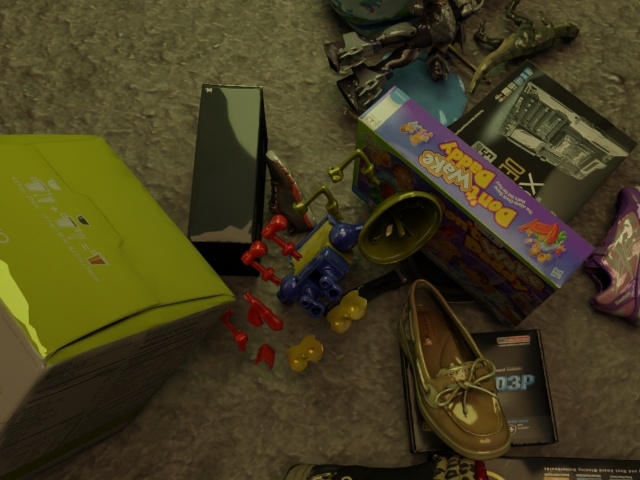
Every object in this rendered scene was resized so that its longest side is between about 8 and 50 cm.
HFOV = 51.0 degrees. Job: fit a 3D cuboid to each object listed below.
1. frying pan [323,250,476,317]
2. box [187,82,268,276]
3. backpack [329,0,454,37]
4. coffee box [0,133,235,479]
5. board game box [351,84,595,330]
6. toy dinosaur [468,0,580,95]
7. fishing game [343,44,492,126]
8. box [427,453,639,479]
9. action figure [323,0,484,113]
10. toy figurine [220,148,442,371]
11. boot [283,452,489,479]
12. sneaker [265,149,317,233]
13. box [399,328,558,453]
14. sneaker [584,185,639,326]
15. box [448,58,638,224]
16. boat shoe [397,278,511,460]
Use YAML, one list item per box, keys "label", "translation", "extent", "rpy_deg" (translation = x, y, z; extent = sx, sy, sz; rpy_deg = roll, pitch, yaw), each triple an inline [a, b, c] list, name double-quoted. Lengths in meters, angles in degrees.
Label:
- label: "frying pan"
  translation: [0.180, 0.059, 1.098]
  extent: [0.197, 0.053, 0.326]
  rpy_deg: [37, 77, 13]
- label: "box"
  translation: [-0.143, -0.091, 1.082]
  extent: [0.103, 0.184, 0.261]
  rpy_deg: [1, 72, 1]
- label: "backpack"
  translation: [0.163, -0.531, 1.213]
  extent: [0.356, 0.273, 0.290]
  rpy_deg: [-32, 75, -32]
- label: "coffee box"
  translation: [-0.390, 0.089, 0.876]
  extent: [0.337, 0.338, 0.334]
  rpy_deg: [48, 114, 13]
- label: "board game box"
  translation: [0.200, -0.038, 0.987]
  extent: [0.347, 0.233, 0.078]
  rpy_deg: [43, 75, 15]
- label: "toy dinosaur"
  translation: [0.354, -0.372, 1.233]
  extent: [0.268, 0.064, 0.118]
  rpy_deg: [-29, 70, -11]
- label: "fishing game"
  translation: [0.171, -0.267, 1.217]
  extent: [0.189, 0.041, 0.264]
  rpy_deg: [41, 68, 13]
- label: "box"
  translation: [0.349, 0.466, 0.934]
  extent: [0.395, 0.097, 0.318]
  rpy_deg: [2, 73, 3]
- label: "action figure"
  translation: [0.154, -0.338, 1.143]
  extent: [0.285, 0.185, 0.099]
  rpy_deg: [-29, 38, 0]
- label: "toy figurine"
  translation: [0.000, 0.000, 1.023]
  extent: [0.191, 0.217, 0.362]
  rpy_deg: [38, 110, -14]
- label: "boot"
  translation: [0.076, 0.420, 0.813]
  extent: [0.284, 0.138, 0.377]
  rpy_deg: [-16, 29, 17]
- label: "sneaker"
  translation: [-0.062, -0.072, 1.107]
  extent: [0.065, 0.061, 0.158]
  rpy_deg: [-26, 115, 3]
- label: "box"
  translation: [0.239, 0.232, 1.038]
  extent: [0.220, 0.051, 0.175]
  rpy_deg: [-3, 71, 0]
- label: "sneaker"
  translation: [0.485, 0.019, 1.092]
  extent: [0.105, 0.095, 0.236]
  rpy_deg: [6, 72, 10]
- label: "box"
  translation: [0.341, -0.133, 1.120]
  extent: [0.242, 0.076, 0.307]
  rpy_deg: [43, 65, 14]
- label: "boat shoe"
  translation: [0.176, 0.173, 0.936]
  extent: [0.105, 0.089, 0.285]
  rpy_deg: [-12, 38, -12]
